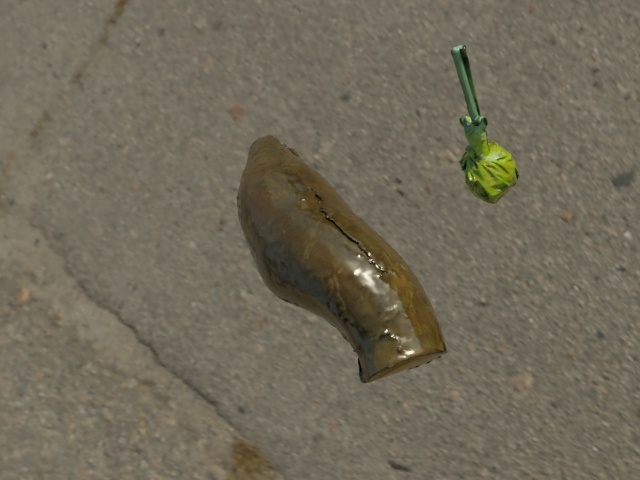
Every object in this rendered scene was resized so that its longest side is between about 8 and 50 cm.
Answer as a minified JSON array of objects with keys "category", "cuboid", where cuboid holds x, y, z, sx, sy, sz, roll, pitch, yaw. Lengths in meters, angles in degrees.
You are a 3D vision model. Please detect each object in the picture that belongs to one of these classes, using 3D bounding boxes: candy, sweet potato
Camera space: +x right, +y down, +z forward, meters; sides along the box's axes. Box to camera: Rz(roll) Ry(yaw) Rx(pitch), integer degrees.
[{"category":"candy","cuboid":[0.198,-0.148,1.444,0.073,0.262,0.077,-33,48,-8]},{"category":"sweet potato","cuboid":[-0.005,0.005,0.847,0.085,0.112,0.286,-46,42,4]}]
